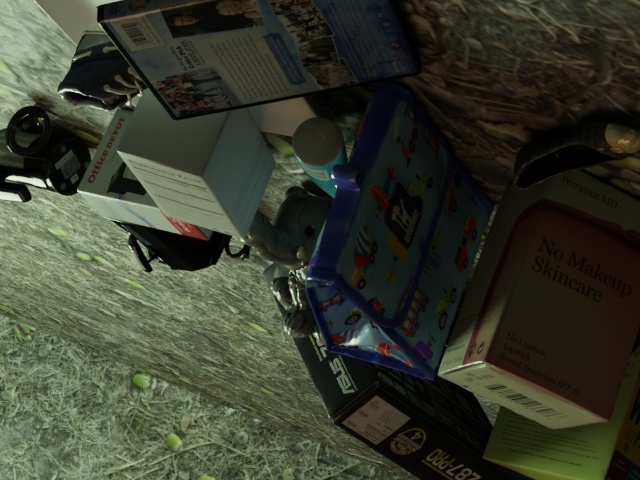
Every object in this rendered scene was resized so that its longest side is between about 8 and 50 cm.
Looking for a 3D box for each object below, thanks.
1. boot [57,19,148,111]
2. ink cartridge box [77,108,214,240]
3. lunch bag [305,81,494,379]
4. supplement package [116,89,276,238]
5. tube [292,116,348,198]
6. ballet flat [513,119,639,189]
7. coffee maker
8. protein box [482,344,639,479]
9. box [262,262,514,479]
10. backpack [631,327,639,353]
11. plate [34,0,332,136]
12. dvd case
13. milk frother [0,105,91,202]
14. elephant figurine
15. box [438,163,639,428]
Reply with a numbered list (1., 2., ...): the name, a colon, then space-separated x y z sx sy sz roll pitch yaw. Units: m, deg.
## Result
1. boot: -0.174 -0.165 1.280 0.190 0.086 0.069 8 157 40
2. ink cartridge box: -0.199 -0.084 1.633 0.175 0.127 0.072 12 159 29
3. lunch bag: 0.062 -0.014 1.369 0.138 0.221 0.293 14 161 24
4. supplement package: -0.131 -0.091 1.420 0.105 0.105 0.179 17 162 17
5. tube: 0.005 -0.078 1.402 0.080 0.052 0.207 48 175 11
6. ballet flat: 0.246 -0.079 1.238 0.057 0.049 0.173 28 162 -20
7. coffee maker: -0.210 -0.041 1.843 0.171 0.120 0.178 -11 152 19
8. protein box: 0.371 0.252 1.822 0.200 0.201 0.136 5 156 44
9. box: 0.110 0.203 1.900 0.395 0.097 0.318 37 -161 -41
10. backpack: 0.285 0.099 1.572 0.182 0.152 0.115 44 149 -15
11. plate: -0.141 -0.202 1.351 0.277 0.045 0.278 13 161 30
12. dvd case: -0.049 -0.180 1.175 0.253 0.022 0.180 -9 154 13
13. milk frother: -0.420 -0.134 1.845 0.135 0.129 0.143 10 116 33
14. elephant figurine: 0.000 0.000 1.632 0.169 0.186 0.239 -14 127 3
15. box: 0.243 0.059 1.347 0.148 0.232 0.127 25 162 -11
